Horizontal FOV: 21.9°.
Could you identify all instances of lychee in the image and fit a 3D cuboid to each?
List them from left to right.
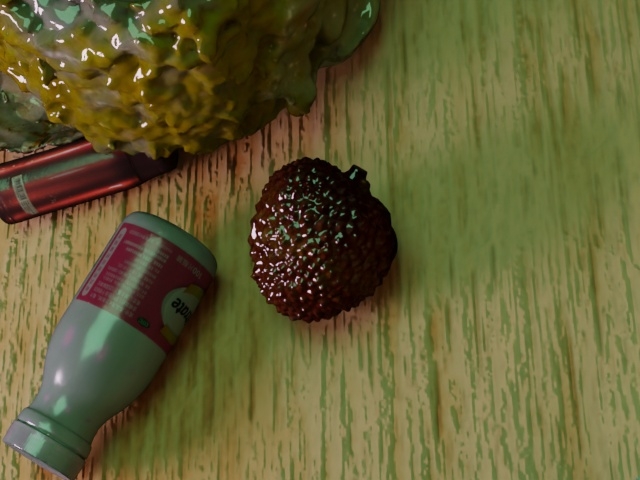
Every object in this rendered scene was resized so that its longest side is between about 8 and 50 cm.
[{"bbox_3d":[0.000,0.001,1.314,0.123,0.123,0.129,16,69,25],"label":"lychee"}]

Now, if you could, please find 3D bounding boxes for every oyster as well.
[{"bbox_3d":[-0.252,-0.128,1.508,0.177,0.056,0.105,-10,67,15],"label":"oyster"}]

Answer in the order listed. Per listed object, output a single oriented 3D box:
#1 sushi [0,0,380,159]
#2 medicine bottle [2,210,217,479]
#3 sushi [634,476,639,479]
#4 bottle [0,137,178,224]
[{"bbox_3d":[-0.122,-0.271,1.399,0.351,0.240,0.397,21,64,15],"label":"sushi"},{"bbox_3d":[-0.172,0.087,1.346,0.090,0.090,0.217,22,73,27],"label":"medicine bottle"},{"bbox_3d":[0.156,0.317,1.136,0.290,0.050,0.264,-21,74,5],"label":"sushi"},{"bbox_3d":[-0.206,-0.062,1.457,0.164,0.060,0.060,-16,59,11],"label":"bottle"}]
